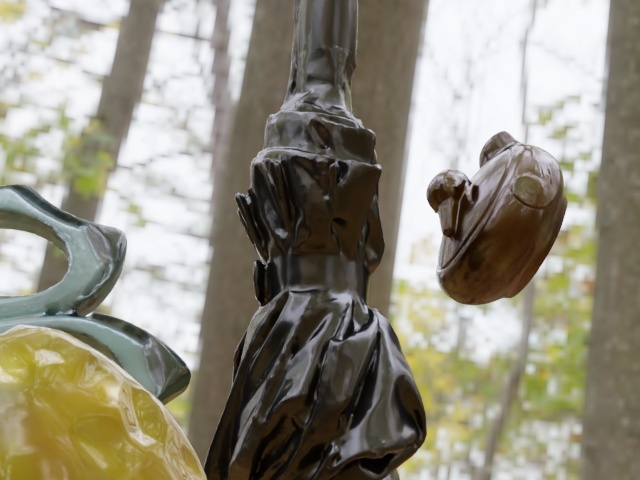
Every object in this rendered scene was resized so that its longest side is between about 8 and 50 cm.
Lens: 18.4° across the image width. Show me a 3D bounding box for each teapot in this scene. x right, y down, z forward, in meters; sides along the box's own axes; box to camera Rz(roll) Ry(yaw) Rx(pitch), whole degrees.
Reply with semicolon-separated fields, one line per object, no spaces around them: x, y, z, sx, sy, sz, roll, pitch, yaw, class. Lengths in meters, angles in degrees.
0.101;-0.019;1.199;0.078;0.129;0.098;32;-49;-6;teapot

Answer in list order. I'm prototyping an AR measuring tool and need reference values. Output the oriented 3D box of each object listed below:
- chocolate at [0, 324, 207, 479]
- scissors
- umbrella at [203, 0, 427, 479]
-0.180;0.151;0.609;0.162;0.162;0.445;19;-38;-24;chocolate
-0.246;0.053;0.973;0.360;0.191;0.029;-5;-40;-28;scissors
0.000;0.000;1.080;0.118;0.340;0.118;2;-22;1;umbrella
